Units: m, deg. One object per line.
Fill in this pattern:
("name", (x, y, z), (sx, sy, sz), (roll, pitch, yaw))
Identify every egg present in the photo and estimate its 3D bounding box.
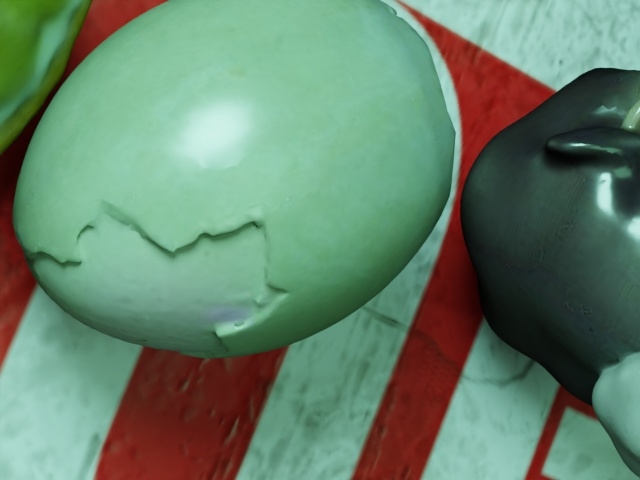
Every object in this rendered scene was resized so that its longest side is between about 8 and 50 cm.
("egg", (-0.049, -0.033, 0.919), (0.217, 0.183, 0.183), (-17, 101, -24))

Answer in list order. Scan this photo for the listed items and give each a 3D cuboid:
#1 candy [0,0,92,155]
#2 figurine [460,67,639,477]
("candy", (-0.211, -0.124, 0.819), (0.260, 0.118, 0.260), (-27, 133, -34))
("figurine", (0.238, -0.059, 1.032), (0.206, 0.218, 0.365), (42, 92, 6))
